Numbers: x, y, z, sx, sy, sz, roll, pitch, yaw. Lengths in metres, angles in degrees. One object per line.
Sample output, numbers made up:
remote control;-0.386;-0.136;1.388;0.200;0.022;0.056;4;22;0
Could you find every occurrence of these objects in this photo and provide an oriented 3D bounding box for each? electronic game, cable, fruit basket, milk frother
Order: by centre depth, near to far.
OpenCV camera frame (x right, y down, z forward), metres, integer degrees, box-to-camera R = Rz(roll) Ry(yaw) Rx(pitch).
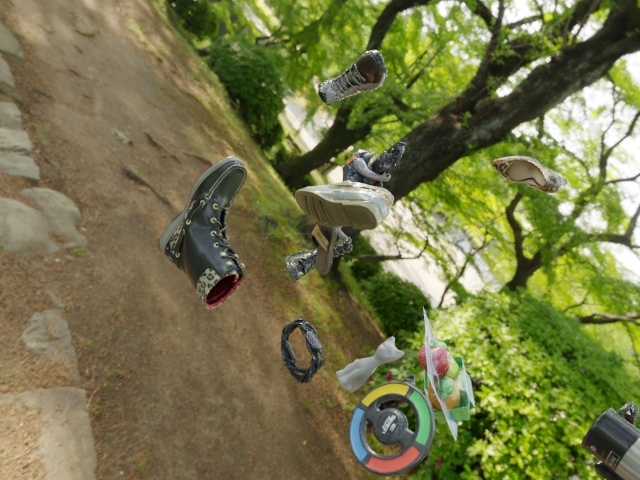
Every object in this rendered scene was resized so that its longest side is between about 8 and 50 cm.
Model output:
milk frother;0.528;0.341;0.737;0.135;0.143;0.129;40;-20;45
electronic game;0.171;0.458;1.121;0.048;0.229;0.229;51;14;-35
cable;-0.057;0.314;1.300;0.047;0.151;0.184;6;31;-42
fruit basket;0.437;0.465;1.620;0.327;0.165;0.353;-74;148;-57

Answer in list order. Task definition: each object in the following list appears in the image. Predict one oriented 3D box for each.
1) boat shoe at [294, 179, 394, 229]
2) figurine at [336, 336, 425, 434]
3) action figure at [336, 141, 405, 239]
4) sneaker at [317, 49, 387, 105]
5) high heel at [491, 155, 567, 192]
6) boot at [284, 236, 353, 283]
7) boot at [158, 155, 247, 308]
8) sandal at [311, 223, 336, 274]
boat shoe;0.062;-0.103;1.237;0.302;0.103;0.113;17;-41;40
figurine;0.172;0.406;1.308;0.092;0.209;0.215;38;20;-45
action figure;0.146;-0.211;1.577;0.178;0.341;0.330;17;50;-13
sneaker;0.064;-0.385;1.127;0.086;0.132;0.228;62;-17;-9
high heel;0.673;-0.227;1.510;0.261;0.093;0.186;26;23;32
boot;0.003;0.052;1.620;0.263;0.229;0.091;-58;127;-71
boot;-0.177;-0.014;0.815;0.178;0.236;0.085;47;14;31
sandal;0.000;0.000;1.376;0.060;0.219;0.090;-2;22;-27
